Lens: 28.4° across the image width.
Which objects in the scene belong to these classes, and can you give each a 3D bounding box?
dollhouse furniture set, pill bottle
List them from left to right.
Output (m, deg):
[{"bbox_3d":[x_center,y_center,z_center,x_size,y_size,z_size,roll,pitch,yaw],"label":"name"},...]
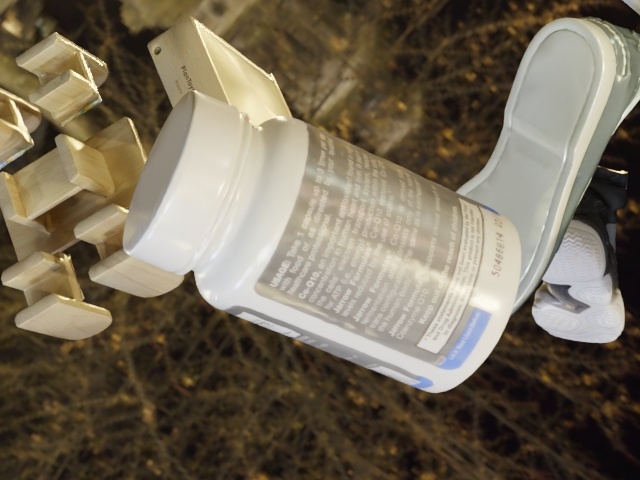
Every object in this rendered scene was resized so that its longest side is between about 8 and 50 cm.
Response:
[{"bbox_3d":[-0.152,-0.059,1.062,0.242,0.161,0.212,-30,-112,15],"label":"dollhouse furniture set"},{"bbox_3d":[0.000,0.000,0.481,0.078,0.137,0.078,-54,-158,34],"label":"pill bottle"}]

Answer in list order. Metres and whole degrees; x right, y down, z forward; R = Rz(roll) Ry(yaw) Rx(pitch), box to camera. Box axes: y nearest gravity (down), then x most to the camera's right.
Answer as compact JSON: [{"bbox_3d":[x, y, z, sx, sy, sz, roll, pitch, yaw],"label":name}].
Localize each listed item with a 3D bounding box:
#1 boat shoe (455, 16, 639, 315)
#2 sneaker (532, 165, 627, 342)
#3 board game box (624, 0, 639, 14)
[{"bbox_3d":[0.196,-0.048,1.112,0.116,0.099,0.319,44,-52,34],"label":"boat shoe"},{"bbox_3d":[0.291,0.005,1.388,0.101,0.268,0.153,8,-116,20],"label":"sneaker"},{"bbox_3d":[0.443,-0.267,1.190,0.050,0.390,0.390,-38,161,-16],"label":"board game box"}]
